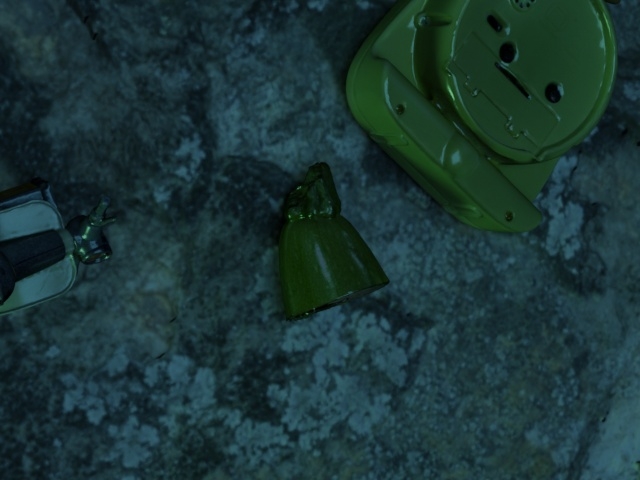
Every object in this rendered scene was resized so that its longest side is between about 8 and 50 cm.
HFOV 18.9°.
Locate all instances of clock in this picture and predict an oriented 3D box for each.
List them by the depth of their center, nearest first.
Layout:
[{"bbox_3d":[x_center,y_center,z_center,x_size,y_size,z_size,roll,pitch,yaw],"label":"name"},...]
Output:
[{"bbox_3d":[0.184,-0.180,1.841,0.235,0.096,0.308,42,75,-23],"label":"clock"}]

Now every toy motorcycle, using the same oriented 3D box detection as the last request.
[{"bbox_3d":[-0.258,0.007,1.546,0.157,0.263,0.091,-20,103,-16],"label":"toy motorcycle"}]

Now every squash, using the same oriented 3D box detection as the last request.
[{"bbox_3d":[-0.006,-0.001,1.774,0.105,0.105,0.132,-19,87,-24],"label":"squash"}]
